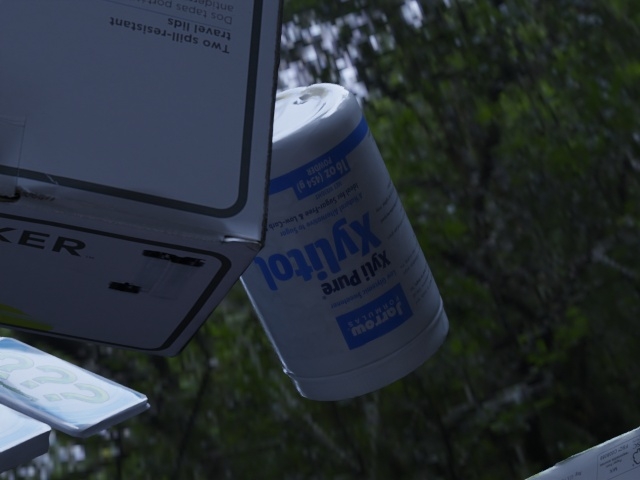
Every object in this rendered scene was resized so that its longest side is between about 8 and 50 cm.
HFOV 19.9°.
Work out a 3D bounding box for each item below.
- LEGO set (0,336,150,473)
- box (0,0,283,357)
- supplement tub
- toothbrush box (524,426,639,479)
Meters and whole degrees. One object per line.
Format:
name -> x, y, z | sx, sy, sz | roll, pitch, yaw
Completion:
LEGO set -> -0.210, 0.025, 0.706 | 0.244, 0.182, 0.060 | 21, -70, 26
box -> -0.096, -0.125, 0.519 | 0.169, 0.290, 0.087 | 10, -26, -16
supplement tub -> 0.000, 0.000, 0.705 | 0.071, 0.071, 0.107 | -23, -70, 6
toothbrush box -> 0.231, 0.196, 0.847 | 0.283, 0.122, 0.206 | 28, -39, -27
